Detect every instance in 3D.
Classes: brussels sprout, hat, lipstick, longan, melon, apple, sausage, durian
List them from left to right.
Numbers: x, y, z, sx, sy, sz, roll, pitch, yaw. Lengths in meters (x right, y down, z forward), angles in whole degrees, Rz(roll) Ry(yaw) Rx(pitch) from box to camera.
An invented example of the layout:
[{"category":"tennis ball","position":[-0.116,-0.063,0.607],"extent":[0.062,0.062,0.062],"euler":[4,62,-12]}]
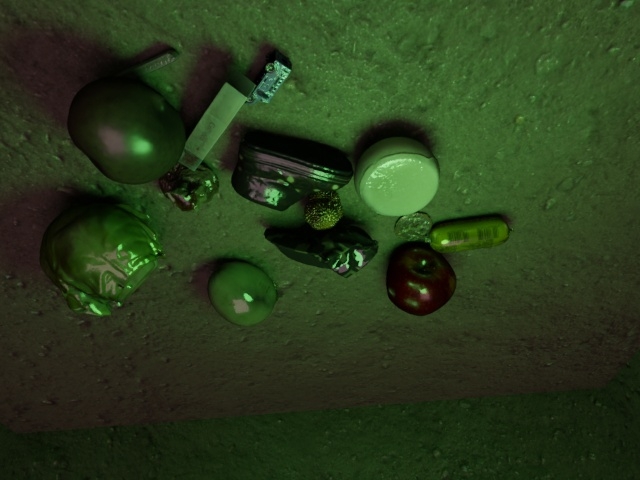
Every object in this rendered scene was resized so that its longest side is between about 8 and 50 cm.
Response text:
[{"category":"brussels sprout","position":[-0.779,0.040,1.655],"extent":[0.361,0.342,0.425],"euler":[42,120,-7]},{"category":"longan","position":[-0.539,-0.302,1.318],"extent":[0.289,0.288,0.350],"euler":[-10,160,6]},{"category":"lipstick","position":[-0.320,-0.346,1.390],"extent":[0.076,0.079,0.371],"euler":[35,138,-18]},{"category":"melon","position":[-0.324,0.224,1.947],"extent":[0.308,0.271,0.272],"euler":[18,133,-33]},{"category":"hat","position":[0.000,0.000,1.782],"extent":[0.257,0.382,0.366],"euler":[-52,165,-7]},{"category":"durian","position":[0.011,-0.114,1.678],"extent":[0.137,0.158,0.168],"euler":[28,156,-12]},{"category":"apple","position":[0.406,0.169,1.937],"extent":[0.289,0.287,0.316],"euler":[-5,152,0]},{"category":"sausage","position":[0.588,-0.022,1.860],"extent":[0.348,0.123,0.123],"euler":[-7,138,3]}]

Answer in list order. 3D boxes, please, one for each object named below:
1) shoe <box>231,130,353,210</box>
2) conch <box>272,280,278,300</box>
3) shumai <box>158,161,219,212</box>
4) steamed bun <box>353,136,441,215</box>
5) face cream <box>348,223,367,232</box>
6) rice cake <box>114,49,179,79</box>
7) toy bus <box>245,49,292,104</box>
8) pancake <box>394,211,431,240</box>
[{"category":"shoe","position":[-0.097,-0.204,1.554],"extent":[0.385,0.171,0.237],"euler":[10,129,-14]},{"category":"conch","position":[-0.229,0.239,2.101],"extent":[0.089,0.074,0.121],"euler":[-15,126,-42]},{"category":"shumai","position":[-0.450,-0.162,1.566],"extent":[0.206,0.175,0.166],"euler":[-9,138,9]},{"category":"steamed bun","position":[0.250,-0.225,1.562],"extent":[0.283,0.177,0.282],"euler":[-2,134,-2]},{"category":"face cream","position":[0.133,0.014,1.906],"extent":[0.084,0.057,0.198],"euler":[4,135,-9]},{"category":"rice cake","position":[-0.487,-0.482,1.305],"extent":[0.207,0.047,0.036],"euler":[-18,132,14]},{"category":"toy bus","position":[-0.154,-0.456,1.346],"extent":[0.076,0.073,0.167],"euler":[24,130,-29]},{"category":"pancake","position":[0.370,-0.056,1.875],"extent":[0.158,0.028,0.158],"euler":[-1,136,-1]}]
